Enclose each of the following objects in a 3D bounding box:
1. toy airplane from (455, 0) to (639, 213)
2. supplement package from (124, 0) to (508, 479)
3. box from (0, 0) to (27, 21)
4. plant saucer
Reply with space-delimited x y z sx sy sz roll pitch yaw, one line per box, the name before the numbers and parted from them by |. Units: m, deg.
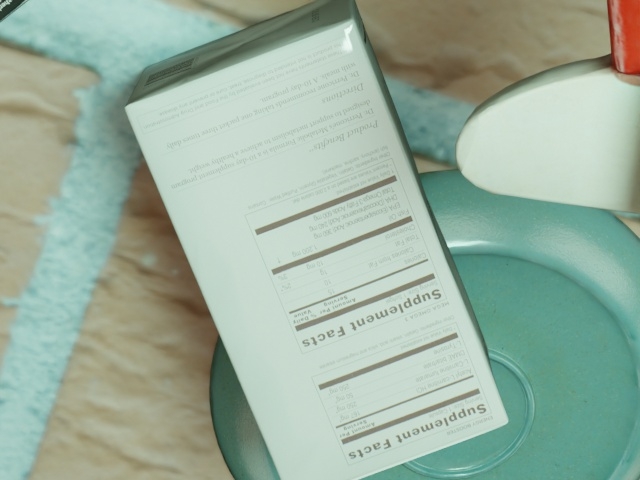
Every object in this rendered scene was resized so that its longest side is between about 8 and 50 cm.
toy airplane | 0.163 -0.184 0.713 0.386 0.272 0.384 38 136 -21
supplement package | 0.000 0.000 1.068 0.134 0.139 0.244 -21 103 5
box | -0.288 -0.153 1.039 0.190 0.045 0.184 -37 118 12
plant saucer | 0.087 0.104 1.221 0.317 0.044 0.317 -3 119 -5
